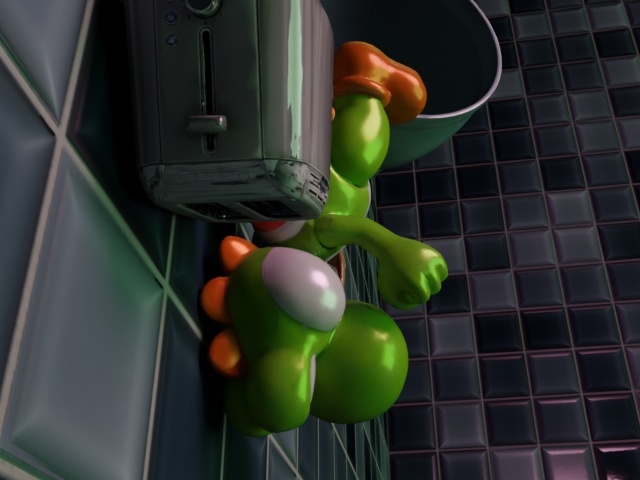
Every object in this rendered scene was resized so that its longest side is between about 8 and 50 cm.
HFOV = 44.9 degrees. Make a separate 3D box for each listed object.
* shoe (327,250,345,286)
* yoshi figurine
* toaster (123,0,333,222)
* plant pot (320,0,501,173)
[{"bbox_3d":[-0.001,0.022,1.054,0.058,0.076,0.219,66,18,-53],"label":"shoe"},{"bbox_3d":[0.012,0.014,0.716,0.203,0.203,0.362,94,7,-63],"label":"yoshi figurine"},{"bbox_3d":[-0.055,-0.092,0.551,0.227,0.129,0.146,35,54,-83],"label":"toaster"},{"bbox_3d":[0.050,-0.201,0.970,0.196,0.293,0.293,118,-23,-52],"label":"plant pot"}]
